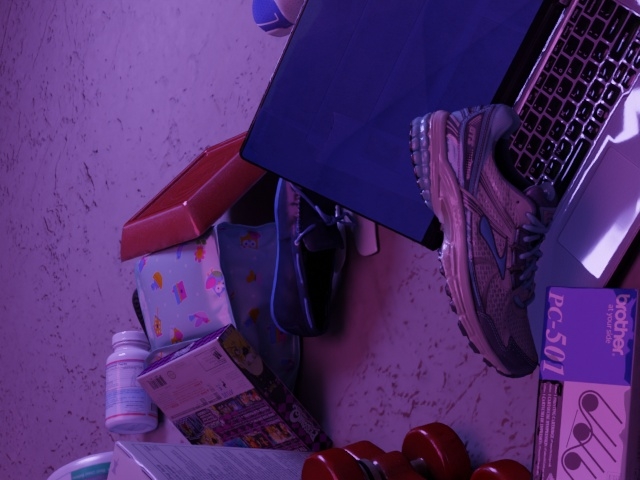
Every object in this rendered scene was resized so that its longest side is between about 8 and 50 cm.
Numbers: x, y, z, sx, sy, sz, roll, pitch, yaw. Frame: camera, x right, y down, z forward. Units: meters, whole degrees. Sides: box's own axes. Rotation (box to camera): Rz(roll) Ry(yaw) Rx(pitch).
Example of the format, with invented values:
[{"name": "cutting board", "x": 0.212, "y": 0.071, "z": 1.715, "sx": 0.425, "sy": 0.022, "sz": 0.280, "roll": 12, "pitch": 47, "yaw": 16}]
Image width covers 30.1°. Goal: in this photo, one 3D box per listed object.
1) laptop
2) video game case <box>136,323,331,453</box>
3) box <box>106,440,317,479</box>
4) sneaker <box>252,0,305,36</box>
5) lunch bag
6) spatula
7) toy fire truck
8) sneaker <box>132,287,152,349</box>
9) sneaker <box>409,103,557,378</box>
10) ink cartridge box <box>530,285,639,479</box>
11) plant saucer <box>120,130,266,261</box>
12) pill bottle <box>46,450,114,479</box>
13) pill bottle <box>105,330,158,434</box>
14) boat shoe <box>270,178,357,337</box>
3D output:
[{"name": "laptop", "x": 0.152, "y": -0.136, "z": 1.260, "sx": 0.382, "sy": 0.236, "sz": 0.408, "roll": -65, "pitch": 35, "yaw": 21}, {"name": "video game case", "x": -0.123, "y": 0.229, "z": 1.618, "sx": 0.232, "sy": 0.210, "sz": 0.042, "roll": -30, "pitch": 13, "yaw": 50}, {"name": "box", "x": -0.091, "y": 0.323, "z": 1.411, "sx": 0.148, "sy": 0.311, "sz": 0.121, "roll": 25, "pitch": 103, "yaw": 58}, {"name": "sneaker", "x": -0.034, "y": -0.428, "z": 1.688, "sx": 0.315, "sy": 0.182, "sz": 0.127, "roll": -32, "pitch": 53, "yaw": 48}, {"name": "lunch bag", "x": -0.141, "y": 0.124, "z": 1.703, "sx": 0.223, "sy": 0.160, "sz": 0.262, "roll": -20, "pitch": 76, "yaw": 47}, {"name": "spatula", "x": 0.014, "y": -0.065, "z": 1.649, "sx": 0.168, "sy": 0.019, "sz": 0.242, "roll": -35, "pitch": 52, "yaw": 48}, {"name": "toy fire truck", "x": 0.105, "y": 0.348, "z": 1.267, "sx": 0.302, "sy": 0.169, "sz": 0.253, "roll": 20, "pitch": 115, "yaw": 58}, {"name": "sneaker", "x": -0.198, "y": 0.161, "z": 1.855, "sx": 0.087, "sy": 0.130, "sz": 0.227, "roll": -16, "pitch": 95, "yaw": 49}, {"name": "sneaker", "x": 0.180, "y": -0.003, "z": 1.186, "sx": 0.122, "sy": 0.110, "sz": 0.283, "roll": -17, "pitch": 91, "yaw": 20}, {"name": "ink cartridge box", "x": 0.261, "y": 0.150, "z": 1.150, "sx": 0.097, "sy": 0.046, "sz": 0.207, "roll": 1, "pitch": 80, "yaw": 36}, {"name": "plant saucer", "x": -0.171, "y": -0.082, "z": 1.768, "sx": 0.259, "sy": 0.047, "sz": 0.258, "roll": -46, "pitch": 18, "yaw": -31}, {"name": "pill bottle", "x": -0.299, "y": 0.516, "z": 1.770, "sx": 0.204, "sy": 0.204, "sz": 0.361, "roll": -48, "pitch": 43, "yaw": 38}, {"name": "pill bottle", "x": -0.316, "y": 0.237, "z": 1.994, "sx": 0.087, "sy": 0.087, "sz": 0.160, "roll": -33, "pitch": 53, "yaw": 48}, {"name": "boat shoe", "x": 0.000, "y": 0.000, "z": 1.571, "sx": 0.089, "sy": 0.109, "sz": 0.258, "roll": 13, "pitch": 108, "yaw": 45}]
